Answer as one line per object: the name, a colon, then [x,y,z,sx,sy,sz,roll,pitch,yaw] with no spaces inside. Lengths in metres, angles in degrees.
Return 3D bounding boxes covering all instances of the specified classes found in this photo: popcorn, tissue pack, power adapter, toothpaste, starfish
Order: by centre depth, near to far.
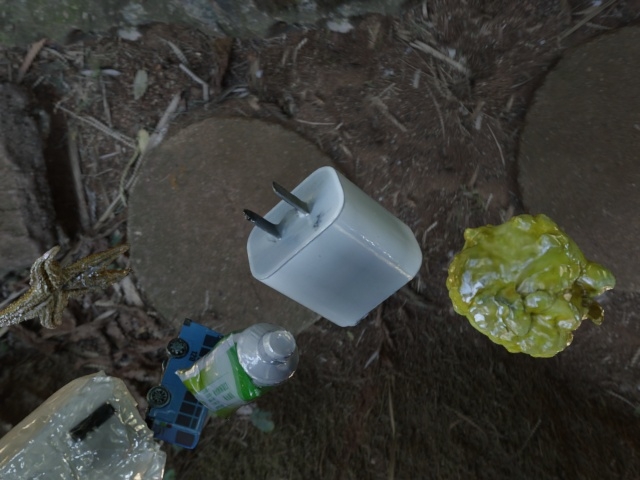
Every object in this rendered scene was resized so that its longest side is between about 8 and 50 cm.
toothpaste: [-0.075,0.117,0.572,0.078,0.047,0.248,42,148,-3]
tissue pack: [-0.384,0.363,0.884,0.195,0.390,0.375,47,147,0]
power adapter: [0.000,0.000,0.964,0.187,0.124,0.255,-41,128,20]
starfish: [-0.394,0.066,0.994,0.043,0.227,0.240,53,151,14]
popcorn: [0.346,0.075,1.095,0.266,0.192,0.232,8,82,9]

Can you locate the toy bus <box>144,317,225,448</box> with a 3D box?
toy bus: [-0.213,0.229,1.052,0.106,0.184,0.090,18,143,-4]
